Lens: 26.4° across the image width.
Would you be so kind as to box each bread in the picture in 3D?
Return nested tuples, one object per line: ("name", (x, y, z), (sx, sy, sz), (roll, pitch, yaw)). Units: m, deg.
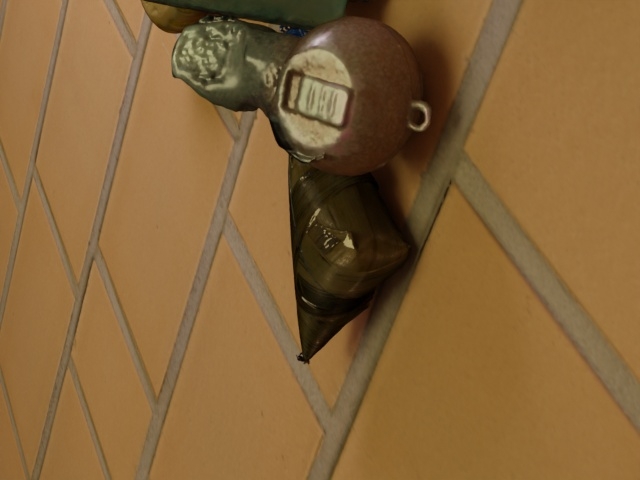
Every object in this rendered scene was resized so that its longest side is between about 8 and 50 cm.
("bread", (-0.214, -0.422, 2.132), (0.213, 0.105, 0.213), (1, 91, 60))

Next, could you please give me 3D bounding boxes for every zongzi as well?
("zongzi", (0.000, 0.000, 1.675), (0.242, 0.112, 0.221), (-59, 40, 46))

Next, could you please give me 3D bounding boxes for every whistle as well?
("whistle", (-0.015, -0.183, 1.576), (0.348, 0.189, 0.189), (20, 110, 29))

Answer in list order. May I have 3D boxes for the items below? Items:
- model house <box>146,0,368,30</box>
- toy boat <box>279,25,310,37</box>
("model house", (-0.080, -0.390, 1.699), (0.249, 0.281, 0.230), (-133, 54, -70))
("toy boat", (-0.065, -0.245, 1.820), (0.175, 0.110, 0.091), (-24, 67, 59))
